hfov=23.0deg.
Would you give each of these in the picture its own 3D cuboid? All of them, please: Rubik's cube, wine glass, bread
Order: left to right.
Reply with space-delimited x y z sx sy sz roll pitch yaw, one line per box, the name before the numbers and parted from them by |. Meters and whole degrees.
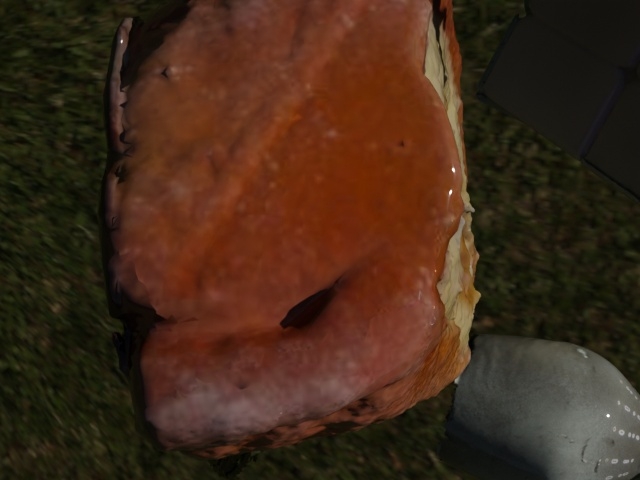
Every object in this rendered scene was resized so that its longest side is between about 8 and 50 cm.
bread | 0.000 -0.013 0.625 0.123 0.244 0.190 -3 85 7
wine glass | 0.214 0.148 1.188 0.241 0.126 0.126 13 91 4
Rubik's cube | 0.301 -0.143 1.188 0.231 0.221 0.225 11 112 -42

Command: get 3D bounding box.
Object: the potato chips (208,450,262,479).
potato chips | -0.020 0.023 0.866 0.029 0.220 0.202 22 126 -12
